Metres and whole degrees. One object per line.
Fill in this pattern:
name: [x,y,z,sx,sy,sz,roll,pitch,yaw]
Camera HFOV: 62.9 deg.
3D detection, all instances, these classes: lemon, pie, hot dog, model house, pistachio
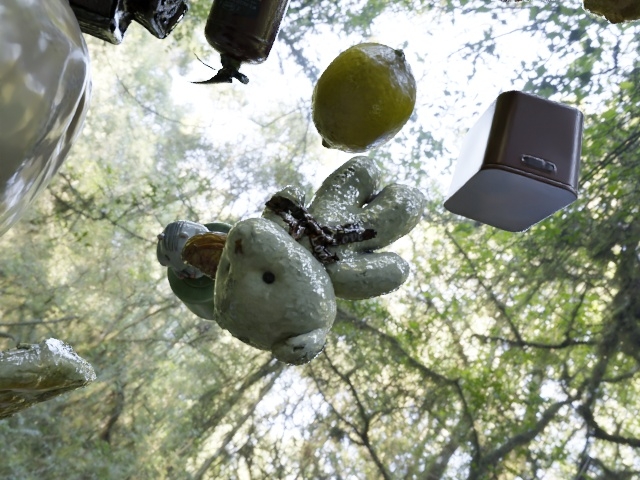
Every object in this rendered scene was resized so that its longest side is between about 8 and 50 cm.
lemon: [0.102,-0.344,1.297,0.245,0.245,0.320,51,-51,7]
pie: [-0.475,0.209,0.691,0.337,0.338,0.075,-44,-117,56]
hot dog: [-0.126,0.037,0.751,0.147,0.065,0.099,27,-18,4]
model house: [-0.240,-0.284,0.619,0.152,0.165,0.106,-44,-141,49]
pistachio: [-0.296,-0.077,0.355,0.332,0.226,0.207,-35,-112,24]

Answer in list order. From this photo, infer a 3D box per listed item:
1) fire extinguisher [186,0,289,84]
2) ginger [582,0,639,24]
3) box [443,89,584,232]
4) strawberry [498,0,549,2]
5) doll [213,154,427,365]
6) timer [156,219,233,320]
fire extinguisher: [-0.113,-0.400,0.842,0.135,0.114,0.337,25,-80,20]
ginger: [0.641,-0.504,0.879,0.348,0.363,0.122,12,-24,10]
box: [0.493,-0.196,1.355,0.239,0.229,0.339,16,-16,-1]
strawberry: [0.466,-0.635,1.225,0.265,0.336,0.149,53,-24,21]
doll: [-0.004,-0.003,0.594,0.175,0.278,0.149,14,-39,49]
timer: [-0.338,0.049,1.473,0.291,0.291,0.315,35,-9,28]
